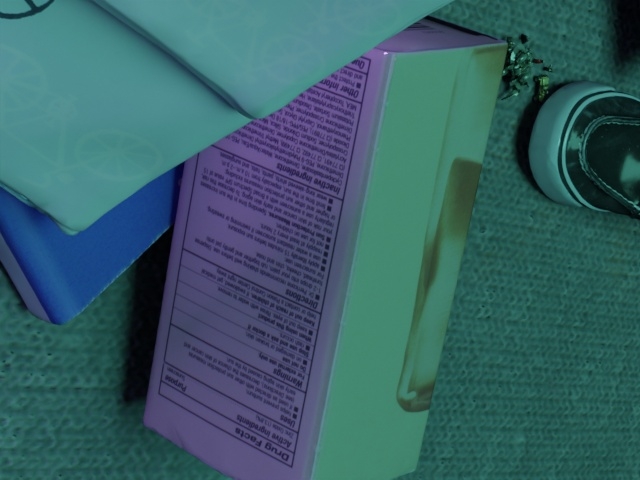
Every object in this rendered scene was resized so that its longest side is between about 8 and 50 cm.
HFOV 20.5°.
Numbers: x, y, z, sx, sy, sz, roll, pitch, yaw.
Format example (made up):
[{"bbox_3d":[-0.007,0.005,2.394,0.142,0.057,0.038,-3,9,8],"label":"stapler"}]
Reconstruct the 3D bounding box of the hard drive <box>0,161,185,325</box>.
[{"bbox_3d":[-0.155,-0.135,1.042,0.210,0.040,0.318,-46,132,-28],"label":"hard drive"}]

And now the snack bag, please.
[{"bbox_3d":[-0.134,-0.139,0.843,0.323,0.342,0.037,34,44,-35],"label":"snack bag"}]

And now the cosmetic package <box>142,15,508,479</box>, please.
[{"bbox_3d":[0.000,0.000,1.116,0.129,0.153,0.296,-11,119,-50],"label":"cosmetic package"}]

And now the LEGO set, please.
[{"bbox_3d":[0.164,-0.136,1.401,0.083,0.023,0.054,-3,104,-47],"label":"LEGO set"}]

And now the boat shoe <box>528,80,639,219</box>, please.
[{"bbox_3d":[0.291,-0.057,1.505,0.301,0.102,0.108,20,87,-49],"label":"boat shoe"}]
